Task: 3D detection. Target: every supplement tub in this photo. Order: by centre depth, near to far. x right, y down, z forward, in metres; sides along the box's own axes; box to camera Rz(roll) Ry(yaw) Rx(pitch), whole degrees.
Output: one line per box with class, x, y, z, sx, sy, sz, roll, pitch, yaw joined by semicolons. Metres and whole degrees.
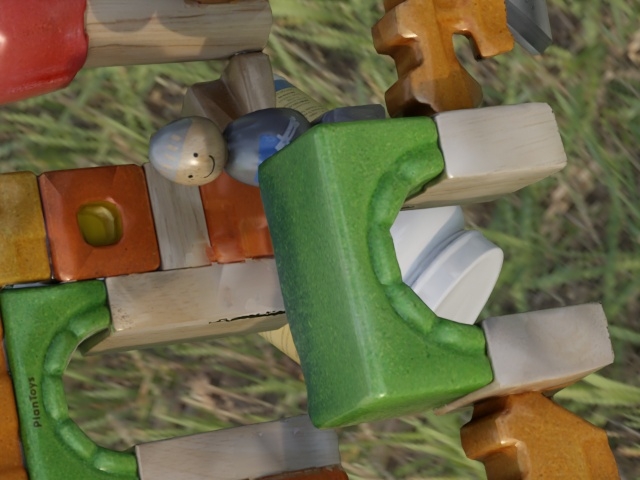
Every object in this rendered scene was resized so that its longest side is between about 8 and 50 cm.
supplement tub;0.000;0.000;1.246;0.199;0.144;0.144;36;93;17

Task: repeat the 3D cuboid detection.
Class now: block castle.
block castle;-0.049;0.041;0.816;0.303;0.212;0.453;-31;68;61

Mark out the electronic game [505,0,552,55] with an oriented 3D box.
electronic game;0.049;-0.189;1.178;0.048;0.229;0.229;-49;64;7
